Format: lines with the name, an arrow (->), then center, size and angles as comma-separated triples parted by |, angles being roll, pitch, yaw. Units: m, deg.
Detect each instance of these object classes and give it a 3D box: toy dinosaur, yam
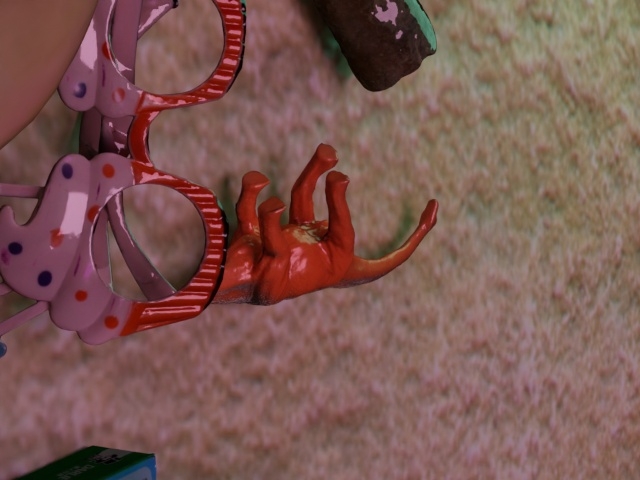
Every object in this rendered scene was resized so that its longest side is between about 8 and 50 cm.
toy dinosaur -> -0.005, -0.003, 0.993 | 0.280, 0.055, 0.101 | -20, 131, -44
yam -> -0.008, -0.195, 0.981 | 0.253, 0.061, 0.061 | 57, 50, -35

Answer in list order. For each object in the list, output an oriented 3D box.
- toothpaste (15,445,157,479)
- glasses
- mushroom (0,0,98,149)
toothpaste -> -0.178, 0.169, 0.786 | 0.267, 0.050, 0.065 | -22, 107, -49
glasses -> -0.130, -0.061, 0.836 | 0.162, 0.095, 0.255 | 3, 90, -24
mushroom -> -0.221, -0.127, 0.521 | 0.353, 0.353, 0.325 | 68, 29, -27
